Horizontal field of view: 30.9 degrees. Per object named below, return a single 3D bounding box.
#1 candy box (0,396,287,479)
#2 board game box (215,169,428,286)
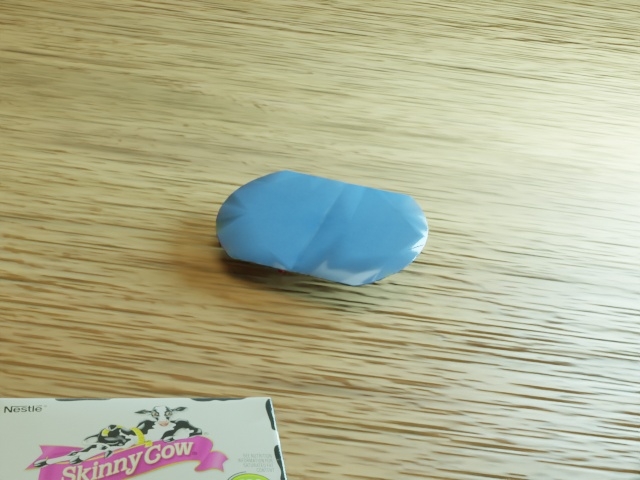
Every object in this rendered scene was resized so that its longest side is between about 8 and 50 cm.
[{"bbox_3d":[-0.096,0.169,0.600,0.165,0.070,0.196,1,33,-12],"label":"candy box"},{"bbox_3d":[0.000,0.000,0.929,0.168,0.033,0.133,12,37,15],"label":"board game box"}]
